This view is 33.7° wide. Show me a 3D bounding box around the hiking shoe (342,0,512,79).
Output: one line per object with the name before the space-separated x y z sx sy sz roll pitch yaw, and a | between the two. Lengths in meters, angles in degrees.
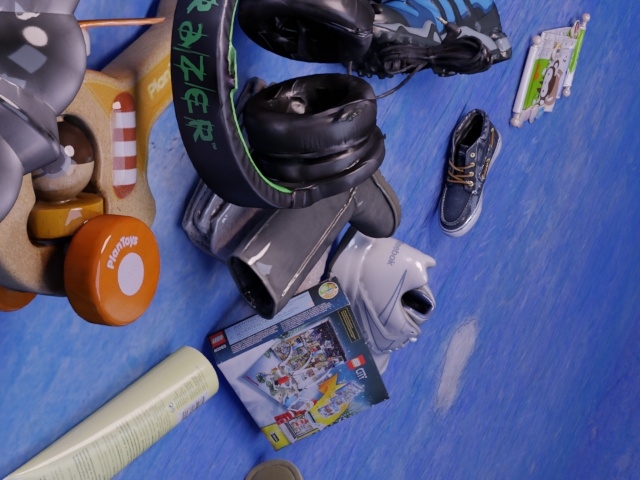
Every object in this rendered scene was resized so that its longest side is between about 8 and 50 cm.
hiking shoe | 0.108 -0.266 1.248 0.304 0.113 0.132 -8 85 -52

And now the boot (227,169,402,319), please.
boot | -0.002 0.000 1.127 0.208 0.076 0.190 -62 140 -28

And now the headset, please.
headset | 0.018 -0.159 0.960 0.394 0.185 0.243 -21 113 -62

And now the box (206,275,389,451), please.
box | -0.019 0.150 1.236 0.159 0.044 0.233 -25 142 -2

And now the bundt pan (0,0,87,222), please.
bundt pan | -0.260 -0.121 0.556 0.331 0.124 0.331 -12 106 -45

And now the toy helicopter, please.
toy helicopter | -0.172 -0.115 0.839 0.355 0.140 0.235 -58 143 -42

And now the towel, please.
towel | -0.040 -0.042 1.160 0.187 0.049 0.282 -65 152 -7

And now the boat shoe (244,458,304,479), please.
boat shoe | -0.031 0.418 1.277 0.103 0.113 0.302 73 9 -47

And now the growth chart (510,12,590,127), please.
growth chart | 0.384 -0.282 1.774 0.237 0.021 0.172 -28 132 -50

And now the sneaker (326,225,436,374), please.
sneaker | 0.078 0.101 1.354 0.297 0.129 0.111 87 27 -54

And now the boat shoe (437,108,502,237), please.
boat shoe | 0.208 -0.100 1.546 0.083 0.065 0.183 44 64 -57

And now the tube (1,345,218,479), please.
tube | -0.202 0.190 1.025 0.240 0.062 0.070 -38 96 -37
